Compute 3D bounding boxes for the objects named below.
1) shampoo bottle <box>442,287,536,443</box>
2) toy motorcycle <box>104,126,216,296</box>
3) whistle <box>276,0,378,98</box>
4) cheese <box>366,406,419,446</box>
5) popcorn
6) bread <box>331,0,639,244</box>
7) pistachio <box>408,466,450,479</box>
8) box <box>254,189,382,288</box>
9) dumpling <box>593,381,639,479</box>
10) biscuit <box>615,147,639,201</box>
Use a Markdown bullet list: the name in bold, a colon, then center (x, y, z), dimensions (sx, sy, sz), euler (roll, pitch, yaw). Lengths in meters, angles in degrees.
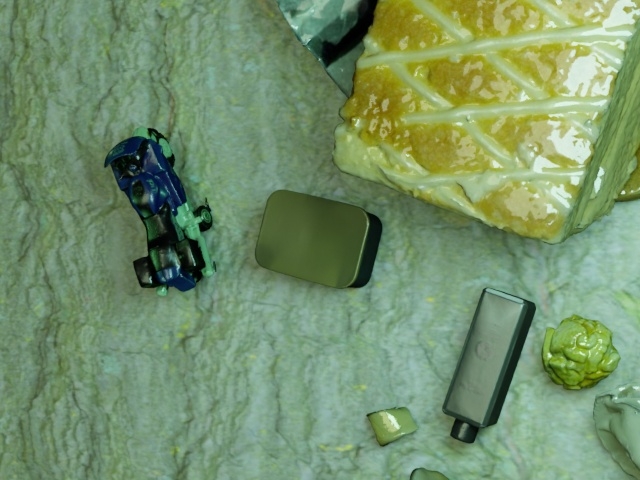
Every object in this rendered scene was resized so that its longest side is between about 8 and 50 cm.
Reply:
- **shampoo bottle**: center (0.264, 0.202, 1.498), dimensions (0.080, 0.079, 0.246), euler (19, 93, 26)
- **toy motorcycle**: center (-0.297, -0.067, 1.723), dimensions (0.125, 0.196, 0.331), euler (-23, 74, 21)
- **whistle**: center (0.068, -0.351, 1.587), dimensions (0.168, 0.188, 0.405), euler (-33, 72, 18)
- **cheese**: center (0.119, 0.307, 1.575), dimensions (0.084, 0.041, 0.060), euler (-26, 72, 22)
- **popcorn**: center (0.395, 0.169, 1.435), dimensions (0.116, 0.121, 0.106), euler (0, 44, 1)
- **bread**: center (0.266, -0.214, 1.366), dimensions (0.390, 0.279, 0.371), euler (21, 97, 24)
- **pistachio**: center (0.180, 0.494, 1.443), dimensions (0.166, 0.197, 0.288), euler (-40, 59, 12)
- **box**: center (0.000, 0.000, 1.636), dimensions (0.201, 0.090, 0.144), euler (13, 90, 25)
- **dumpling**: center (0.509, 0.303, 1.364), dimensions (0.247, 0.142, 0.172), euler (21, 129, 19)
- **biscuit**: center (0.414, -0.216, 1.484), dimensions (0.343, 0.057, 0.287), euler (23, 95, 26)
